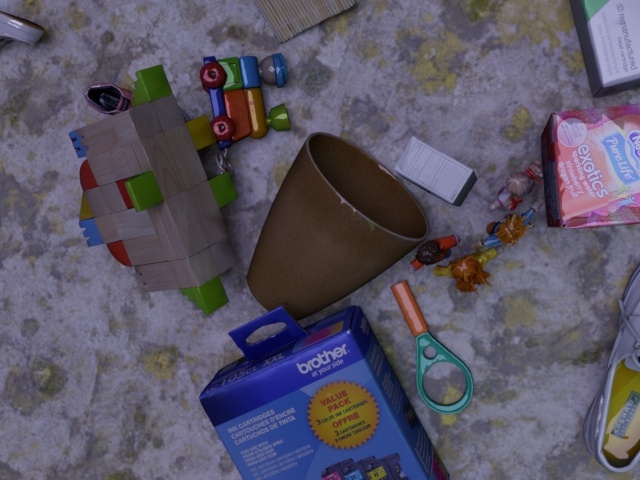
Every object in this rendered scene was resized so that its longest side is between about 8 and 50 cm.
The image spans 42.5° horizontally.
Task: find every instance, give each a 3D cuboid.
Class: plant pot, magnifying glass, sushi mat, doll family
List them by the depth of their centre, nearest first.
[{"bbox_3d":[0.261,-0.002,1.257,0.263,0.163,0.118,-40,83,10],"label":"doll family"},{"bbox_3d":[0.000,0.000,1.300,0.237,0.237,0.254,45,115,8],"label":"plant pot"},{"bbox_3d":[-0.084,-0.481,1.311,0.151,0.019,0.317,-23,117,23],"label":"sushi mat"},{"bbox_3d":[0.176,0.175,1.349,0.092,0.026,0.231,-25,85,11],"label":"magnifying glass"}]

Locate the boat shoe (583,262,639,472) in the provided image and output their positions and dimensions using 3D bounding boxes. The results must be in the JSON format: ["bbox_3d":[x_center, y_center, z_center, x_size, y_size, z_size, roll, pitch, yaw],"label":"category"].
[{"bbox_3d":[0.487,0.174,1.214,0.135,0.156,0.367,23,96,11],"label":"boat shoe"}]

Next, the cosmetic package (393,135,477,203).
[{"bbox_3d":[0.177,-0.098,1.236,0.098,0.239,0.060,33,98,10],"label":"cosmetic package"}]

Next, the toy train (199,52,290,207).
[{"bbox_3d":[-0.113,-0.189,1.379,0.143,0.105,0.248,-10,93,-5],"label":"toy train"}]

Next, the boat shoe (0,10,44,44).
[{"bbox_3d":[-0.620,-0.374,1.481,0.277,0.098,0.096,16,94,21],"label":"boat shoe"}]

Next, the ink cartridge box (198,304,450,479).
[{"bbox_3d":[-0.003,0.286,1.292,0.269,0.151,0.396,-27,95,11],"label":"ink cartridge box"}]

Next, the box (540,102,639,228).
[{"bbox_3d":[0.392,-0.095,1.158,0.142,0.300,0.154,-4,89,12],"label":"box"}]

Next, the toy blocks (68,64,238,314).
[{"bbox_3d":[-0.300,-0.063,1.352,0.260,0.190,0.382,-9,106,42],"label":"toy blocks"}]

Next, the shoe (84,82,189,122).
[{"bbox_3d":[-0.318,-0.223,1.421,0.177,0.081,0.064,21,95,11],"label":"shoe"}]

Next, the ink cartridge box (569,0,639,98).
[{"bbox_3d":[0.531,-0.354,1.216,0.289,0.121,0.211,-14,88,11],"label":"ink cartridge box"}]
